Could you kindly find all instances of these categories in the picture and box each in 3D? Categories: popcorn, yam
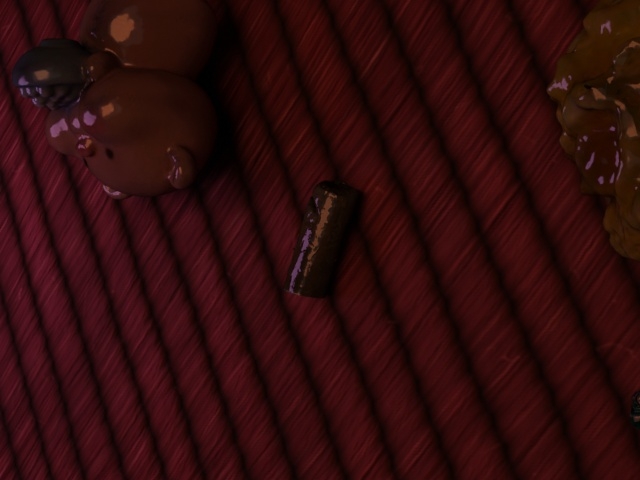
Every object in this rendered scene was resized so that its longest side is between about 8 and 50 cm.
[{"bbox_3d":[0.301,-0.098,0.801,0.249,0.225,0.249,-1,87,23],"label":"popcorn"},{"bbox_3d":[0.000,0.000,1.088,0.054,0.054,0.132,24,102,31],"label":"yam"}]

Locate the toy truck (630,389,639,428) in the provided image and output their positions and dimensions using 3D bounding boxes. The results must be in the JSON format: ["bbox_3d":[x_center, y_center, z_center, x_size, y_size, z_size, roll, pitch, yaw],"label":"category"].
[{"bbox_3d":[0.317,0.146,0.887,0.083,0.039,0.044,-8,100,33],"label":"toy truck"}]

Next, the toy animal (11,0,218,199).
[{"bbox_3d":[-0.210,-0.179,1.163,0.221,0.229,0.210,-53,20,-25],"label":"toy animal"}]
